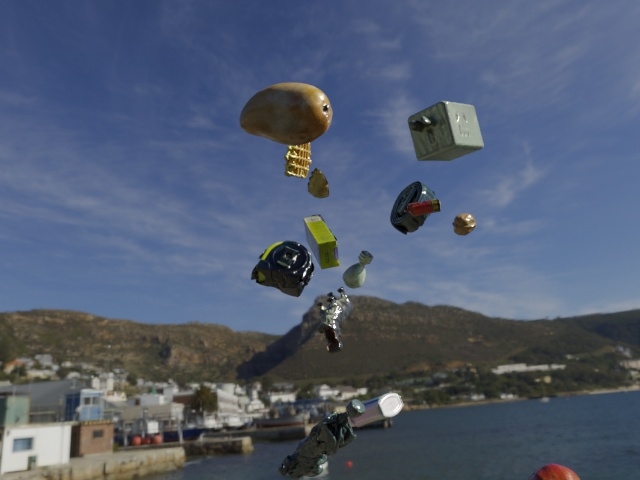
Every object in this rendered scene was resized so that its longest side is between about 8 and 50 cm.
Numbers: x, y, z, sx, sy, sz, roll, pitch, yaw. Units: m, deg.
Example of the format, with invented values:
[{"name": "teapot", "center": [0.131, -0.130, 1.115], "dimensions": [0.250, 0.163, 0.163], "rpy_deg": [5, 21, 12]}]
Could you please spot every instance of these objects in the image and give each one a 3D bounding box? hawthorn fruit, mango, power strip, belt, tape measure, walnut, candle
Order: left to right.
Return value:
[{"name": "tape measure", "center": [-0.120, 0.083, 1.831], "dimensions": [0.199, 0.186, 0.112], "rpy_deg": [21, -44, 6]}, {"name": "mango", "center": [-0.125, -0.448, 1.920], "dimensions": [0.383, 0.222, 0.199], "rpy_deg": [-1, 25, 32]}, {"name": "belt", "center": [0.420, -0.149, 2.495], "dimensions": [0.116, 0.268, 0.206], "rpy_deg": [35, -25, -22]}, {"name": "candle", "center": [0.368, -0.118, 1.945], "dimensions": [0.130, 0.052, 0.052], "rpy_deg": [-9, -18, 5]}, {"name": "power strip", "center": [0.344, -0.311, 1.541], "dimensions": [0.224, 0.140, 0.139], "rpy_deg": [-8, -5, -43]}, {"name": "walnut", "center": [0.517, -0.058, 1.937], "dimensions": [0.096, 0.079, 0.082], "rpy_deg": [-18, 23, -40]}, {"name": "hawthorn fruit", "center": [0.770, 0.825, 1.724], "dimensions": [0.179, 0.179, 0.200], "rpy_deg": [-4, 6, -3]}]

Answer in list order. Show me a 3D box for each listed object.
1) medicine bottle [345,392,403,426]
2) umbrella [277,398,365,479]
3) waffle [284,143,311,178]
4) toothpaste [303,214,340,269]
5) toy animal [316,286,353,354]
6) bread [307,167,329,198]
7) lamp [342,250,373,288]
[{"name": "medicine bottle", "center": [0.174, 0.597, 1.872], "dimensions": [0.115, 0.078, 0.219], "rpy_deg": [-10, -18, -45]}, {"name": "umbrella", "center": [0.014, 0.575, 1.530], "dimensions": [0.143, 0.094, 0.349], "rpy_deg": [5, -47, -49]}, {"name": "waffle", "center": [-0.100, -0.384, 2.507], "dimensions": [0.065, 0.310, 0.283], "rpy_deg": [9, -40, 15]}, {"name": "toothpaste", "center": [0.000, 0.000, 2.135], "dimensions": [0.077, 0.110, 0.327], "rpy_deg": [-9, 22, -9]}, {"name": "toy animal", "center": [0.053, 0.337, 2.331], "dimensions": [0.106, 0.168, 0.343], "rpy_deg": [-27, 18, 25]}, {"name": "bread", "center": [-0.016, -0.244, 2.404], "dimensions": [0.083, 0.094, 0.157], "rpy_deg": [35, -12, 38]}, {"name": "lamp", "center": [0.174, 0.137, 2.480], "dimensions": [0.106, 0.106, 0.193], "rpy_deg": [11, -65, -40]}]
